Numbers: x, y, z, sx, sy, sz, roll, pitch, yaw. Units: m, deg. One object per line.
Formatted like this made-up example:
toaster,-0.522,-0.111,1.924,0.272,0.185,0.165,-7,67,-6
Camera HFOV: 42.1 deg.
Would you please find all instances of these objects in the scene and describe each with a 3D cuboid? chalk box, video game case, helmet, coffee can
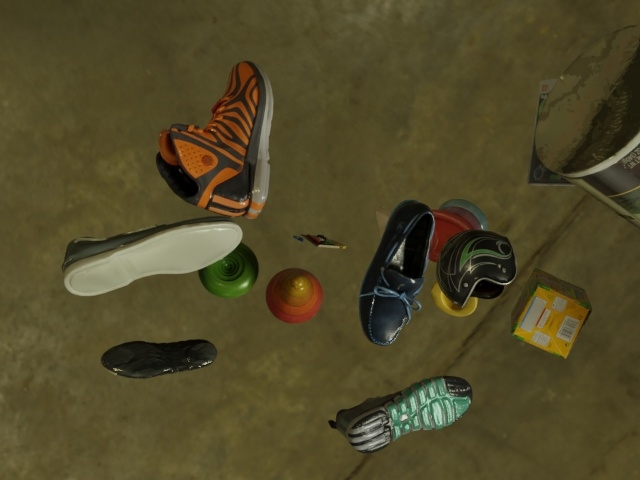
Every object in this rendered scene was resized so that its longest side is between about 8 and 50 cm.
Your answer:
chalk box,0.516,0.155,1.881,0.132,0.213,0.132,24,104,6
video game case,0.436,-0.188,1.431,0.022,0.173,0.190,7,90,-34
helmet,0.333,0.060,1.821,0.162,0.169,0.169,-4,121,-5
coffee can,0.434,-0.106,1.027,0.275,0.201,0.201,28,105,-23

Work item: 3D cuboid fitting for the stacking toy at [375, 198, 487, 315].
stacking toy,0.285,0.015,2.099,0.130,0.280,0.309,-51,147,-44

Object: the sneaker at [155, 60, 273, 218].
sneaker,-0.183,-0.194,1.427,0.180,0.321,0.124,11,145,-21

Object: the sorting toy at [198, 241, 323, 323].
sorting toy,-0.164,0.052,1.687,0.366,0.126,0.127,22,72,1

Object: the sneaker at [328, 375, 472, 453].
sneaker,0.124,0.252,1.282,0.224,0.098,0.083,-13,102,-26

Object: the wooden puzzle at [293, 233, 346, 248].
wooden puzzle,0.000,0.000,1.906,0.116,0.078,0.014,1,111,-48

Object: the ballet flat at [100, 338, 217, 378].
ballet flat,-0.241,0.180,1.249,0.173,0.057,0.049,-1,162,-17

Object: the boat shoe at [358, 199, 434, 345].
boat shoe,0.127,0.057,1.418,0.109,0.089,0.258,7,96,-21

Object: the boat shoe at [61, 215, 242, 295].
boat shoe,-0.301,0.003,1.479,0.319,0.099,0.116,-17,139,-6
